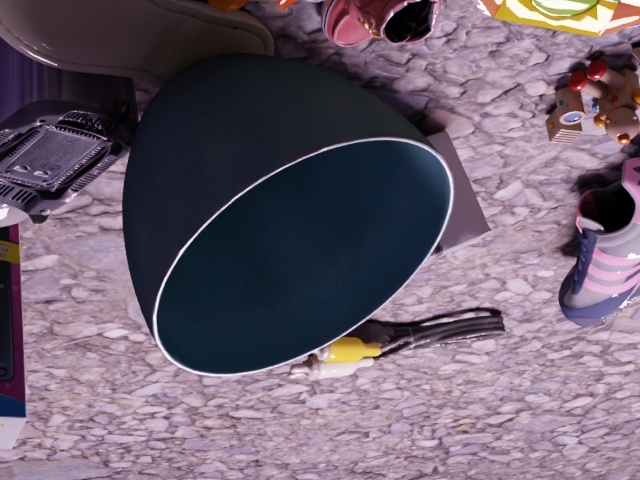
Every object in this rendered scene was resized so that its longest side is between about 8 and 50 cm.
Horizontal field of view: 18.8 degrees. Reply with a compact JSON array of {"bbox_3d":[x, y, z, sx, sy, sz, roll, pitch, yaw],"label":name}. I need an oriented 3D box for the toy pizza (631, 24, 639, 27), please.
[{"bbox_3d":[0.264,-0.259,1.740,0.201,0.032,0.201,-2,149,-1],"label":"toy pizza"}]

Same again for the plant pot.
[{"bbox_3d":[-0.056,-0.050,1.683,0.290,0.195,0.290,-23,147,-16],"label":"plant pot"}]

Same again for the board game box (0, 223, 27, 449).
[{"bbox_3d":[-0.412,0.051,1.925,0.224,0.303,0.097,3,154,-20],"label":"board game box"}]

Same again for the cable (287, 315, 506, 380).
[{"bbox_3d":[0.095,0.147,2.506,0.287,0.072,0.139,0,159,-12],"label":"cable"}]

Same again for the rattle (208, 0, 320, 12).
[{"bbox_3d":[-0.035,-0.213,1.664,0.130,0.143,0.200,-21,149,-4],"label":"rattle"}]

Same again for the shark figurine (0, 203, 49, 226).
[{"bbox_3d":[-0.375,-0.035,1.871,0.278,0.166,0.116,11,119,-29],"label":"shark figurine"}]

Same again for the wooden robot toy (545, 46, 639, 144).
[{"bbox_3d":[0.291,-0.131,1.965,0.076,0.079,0.173,14,147,-36],"label":"wooden robot toy"}]

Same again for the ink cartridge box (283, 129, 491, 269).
[{"bbox_3d":[0.000,0.000,1.975,0.223,0.129,0.307,-23,178,31],"label":"ink cartridge box"}]

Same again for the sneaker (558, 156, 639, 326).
[{"bbox_3d":[0.335,-0.007,2.231,0.131,0.112,0.319,21,144,-14],"label":"sneaker"}]

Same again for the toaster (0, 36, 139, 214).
[{"bbox_3d":[-0.251,-0.132,1.763,0.129,0.146,0.227,12,149,-34],"label":"toaster"}]

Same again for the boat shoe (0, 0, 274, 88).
[{"bbox_3d":[-0.183,-0.219,1.643,0.340,0.113,0.127,11,125,-46],"label":"boat shoe"}]

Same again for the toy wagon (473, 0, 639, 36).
[{"bbox_3d":[0.236,-0.299,1.578,0.267,0.068,0.344,8,146,-13],"label":"toy wagon"}]

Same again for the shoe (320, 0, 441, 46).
[{"bbox_3d":[0.053,-0.206,1.753,0.063,0.081,0.178,7,151,-25],"label":"shoe"}]
